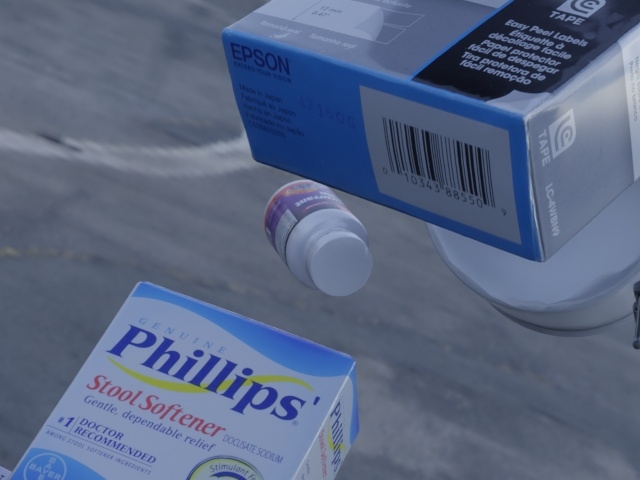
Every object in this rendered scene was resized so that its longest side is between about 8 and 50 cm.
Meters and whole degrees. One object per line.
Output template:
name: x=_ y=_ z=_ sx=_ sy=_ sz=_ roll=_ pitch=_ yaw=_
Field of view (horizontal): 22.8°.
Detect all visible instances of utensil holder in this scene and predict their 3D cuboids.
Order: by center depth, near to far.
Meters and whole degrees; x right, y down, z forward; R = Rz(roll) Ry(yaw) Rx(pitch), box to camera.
utensil holder: x=0.309 y=-0.047 z=2.027 sx=0.328 sy=0.327 sz=0.385 roll=25 pitch=0 yaw=14

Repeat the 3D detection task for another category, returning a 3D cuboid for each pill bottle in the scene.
pill bottle: x=0.000 y=0.000 z=2.008 sx=0.108 sy=0.108 sz=0.193 roll=19 pitch=13 yaw=-22

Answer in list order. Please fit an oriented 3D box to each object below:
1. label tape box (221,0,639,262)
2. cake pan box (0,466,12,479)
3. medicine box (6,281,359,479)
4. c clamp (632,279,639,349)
label tape box: x=0.146 y=-0.149 z=1.052 sx=0.249 sy=0.115 sz=0.348 roll=21 pitch=49 yaw=40
cake pan box: x=-0.394 y=0.390 z=1.944 sx=0.267 sy=0.245 sz=0.070 roll=28 pitch=33 yaw=1
medicine box: x=-0.135 y=0.225 z=1.644 sx=0.263 sy=0.289 sz=0.149 roll=19 pitch=-34 yaw=16
c clamp: x=0.250 y=0.075 z=1.183 sx=0.022 sy=0.137 sz=0.160 roll=0 pitch=-43 yaw=22
